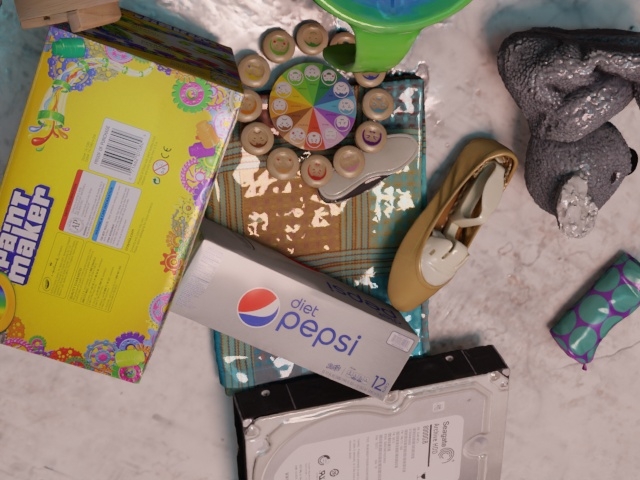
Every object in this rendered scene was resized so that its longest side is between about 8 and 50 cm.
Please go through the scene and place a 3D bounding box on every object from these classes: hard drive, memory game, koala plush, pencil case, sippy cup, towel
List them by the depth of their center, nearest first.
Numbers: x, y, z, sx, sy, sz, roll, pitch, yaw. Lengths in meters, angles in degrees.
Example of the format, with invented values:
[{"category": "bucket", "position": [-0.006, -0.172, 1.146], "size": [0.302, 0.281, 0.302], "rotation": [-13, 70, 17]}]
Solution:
[{"category": "sippy cup", "position": [0.044, -0.339, 1.133], "size": [0.240, 0.224, 0.305], "rotation": [34, 99, -25]}, {"category": "memory game", "position": [-0.008, -0.149, 1.269], "size": [0.186, 0.012, 0.186], "rotation": [1, 87, -12]}, {"category": "koala plush", "position": [0.291, -0.123, 1.320], "size": [0.203, 0.196, 0.221], "rotation": [3, 110, -5]}, {"category": "towel", "position": [0.000, 0.000, 1.355], "size": [0.272, 0.040, 0.370], "rotation": [-8, 112, -14]}, {"category": "hard drive", "position": [0.066, 0.266, 1.442], "size": [0.339, 0.064, 0.236], "rotation": [-9, 123, -14]}, {"category": "pencil case", "position": [0.367, 0.090, 1.481], "size": [0.070, 0.064, 0.151], "rotation": [44, 95, -1]}]

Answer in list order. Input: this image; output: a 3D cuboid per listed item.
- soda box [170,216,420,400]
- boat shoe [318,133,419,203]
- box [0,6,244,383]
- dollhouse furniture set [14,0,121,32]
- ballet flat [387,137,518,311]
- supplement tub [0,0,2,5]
[{"category": "soda box", "position": [-0.036, 0.075, 1.298], "size": [0.286, 0.098, 0.091], "rotation": [26, 101, -21]}, {"category": "boat shoe", "position": [0.054, -0.079, 1.303], "size": [0.125, 0.038, 0.046], "rotation": [-32, 78, -8]}, {"category": "box", "position": [-0.207, -0.063, 1.126], "size": [0.177, 0.279, 0.289], "rotation": [18, 104, -12]}, {"category": "dollhouse furniture set", "position": [-0.111, -0.359, 0.978], "size": [0.174, 0.355, 0.303], "rotation": [-3, 107, 32]}, {"category": "ballet flat", "position": [0.154, -0.017, 1.343], "size": [0.080, 0.073, 0.232], "rotation": [31, 85, -34]}, {"category": "supplement tub", "position": [-0.373, -0.348, 1.008], "size": [0.228, 0.228, 0.316], "rotation": [3, 110, -17]}]
